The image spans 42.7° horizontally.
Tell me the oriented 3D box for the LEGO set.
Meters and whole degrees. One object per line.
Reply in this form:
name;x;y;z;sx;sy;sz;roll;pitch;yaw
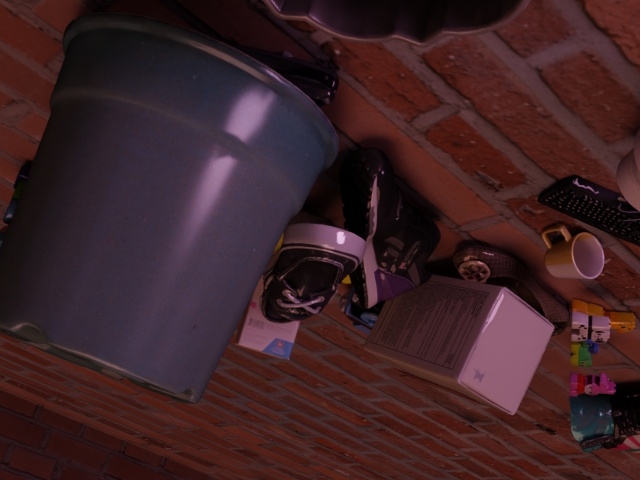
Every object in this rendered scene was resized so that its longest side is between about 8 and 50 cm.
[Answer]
LEGO set;0.439;0.155;1.273;0.093;0.087;0.227;2;143;17

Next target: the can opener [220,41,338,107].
can opener;-0.069;-0.190;0.908;0.186;0.059;0.073;18;170;6

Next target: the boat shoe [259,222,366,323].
boat shoe;-0.024;0.056;1.089;0.108;0.102;0.301;17;162;-15

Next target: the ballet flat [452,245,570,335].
ballet flat;0.291;0.082;1.229;0.250;0.058;0.084;33;146;-31

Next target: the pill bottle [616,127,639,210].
pill bottle;0.379;-0.099;0.802;0.108;0.108;0.193;19;152;-7

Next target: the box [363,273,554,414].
box;0.200;0.144;1.217;0.127;0.148;0.232;34;168;-29

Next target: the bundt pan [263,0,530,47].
bundt pan;0.046;-0.297;0.583;0.331;0.124;0.330;12;152;7

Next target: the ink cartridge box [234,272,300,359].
ink cartridge box;-0.082;0.124;1.415;0.092;0.143;0.090;19;169;-8

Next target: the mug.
mug;0.336;0.017;1.106;0.062;0.078;0.064;-8;175;-32

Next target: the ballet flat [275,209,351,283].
ballet flat;0.000;0.000;1.203;0.077;0.077;0.231;-11;150;42

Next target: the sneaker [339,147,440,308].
sneaker;0.100;-0.028;1.112;0.124;0.107;0.283;-16;142;-9

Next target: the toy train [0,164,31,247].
toy train;-0.380;-0.007;1.297;0.248;0.143;0.105;25;151;-18

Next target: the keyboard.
keyboard;0.373;-0.025;1.019;0.192;0.038;0.100;20;151;-12

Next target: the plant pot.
plant pot;-0.192;-0.015;0.920;0.341;0.334;0.341;18;164;5

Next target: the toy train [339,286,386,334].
toy train;0.112;0.133;1.393;0.184;0.080;0.105;31;154;-28

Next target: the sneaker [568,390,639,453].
sneaker;0.545;0.313;1.477;0.179;0.123;0.295;6;154;-3
